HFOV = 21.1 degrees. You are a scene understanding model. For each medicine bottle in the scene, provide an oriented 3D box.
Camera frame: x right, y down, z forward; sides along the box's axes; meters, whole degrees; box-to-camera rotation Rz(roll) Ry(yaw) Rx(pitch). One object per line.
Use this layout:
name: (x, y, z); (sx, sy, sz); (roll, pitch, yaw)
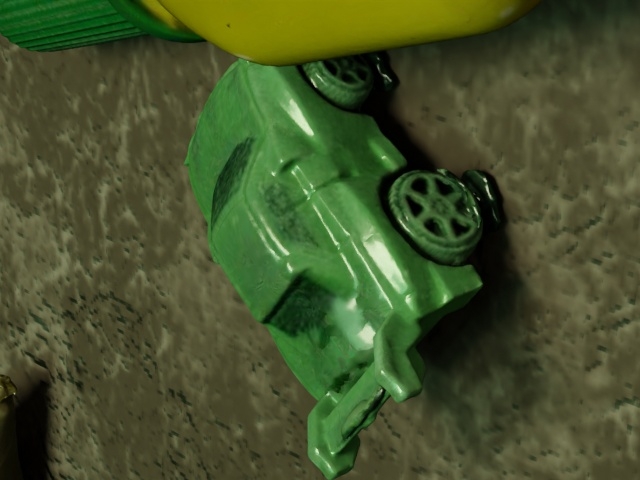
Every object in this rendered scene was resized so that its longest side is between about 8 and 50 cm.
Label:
medicine bottle: (-0.031, -0.112, 0.613); (0.309, 0.076, 0.111); (-2, 69, 50)

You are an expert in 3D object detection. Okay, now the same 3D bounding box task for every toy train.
toy train: (0.000, 0.000, 0.626); (0.149, 0.081, 0.099); (53, 137, 16)

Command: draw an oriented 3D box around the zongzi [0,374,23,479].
zongzi: (-0.175, 0.179, 0.877); (0.197, 0.099, 0.194); (-35, 79, 40)
